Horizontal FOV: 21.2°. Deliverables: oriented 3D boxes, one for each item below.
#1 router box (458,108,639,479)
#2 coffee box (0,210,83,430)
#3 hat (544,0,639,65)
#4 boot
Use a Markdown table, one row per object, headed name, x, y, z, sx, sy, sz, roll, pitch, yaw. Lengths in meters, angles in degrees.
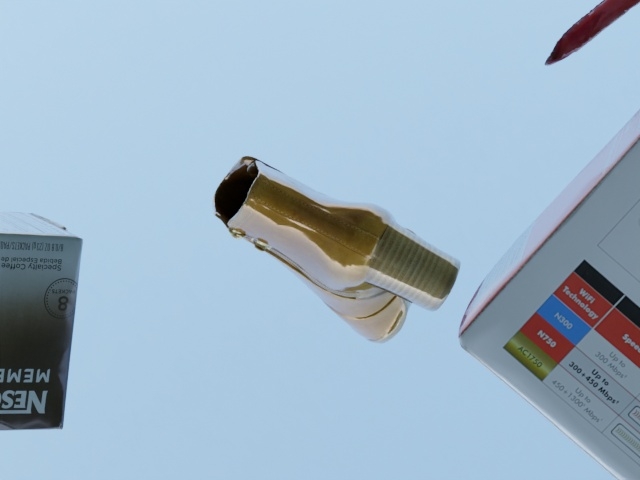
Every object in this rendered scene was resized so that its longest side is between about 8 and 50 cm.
| name | x | y | z | sx | sy | sz | roll | pitch | yaw |
| --- | --- | --- | --- | --- | --- | --- | --- | --- | --- |
| router box | 0.273 | 0.030 | 0.619 | 0.335 | 0.082 | 0.301 | 41 | -68 | 1 |
| coffee box | -0.295 | 0.050 | 1.142 | 0.098 | 0.246 | 0.141 | 20 | -77 | 57 |
| hat | 0.273 | -0.179 | 0.982 | 0.208 | 0.173 | 0.184 | 15 | -75 | 42 |
| boot | 0.000 | 0.001 | 1.554 | 0.211 | 0.295 | 0.104 | 27 | -100 | -5 |
